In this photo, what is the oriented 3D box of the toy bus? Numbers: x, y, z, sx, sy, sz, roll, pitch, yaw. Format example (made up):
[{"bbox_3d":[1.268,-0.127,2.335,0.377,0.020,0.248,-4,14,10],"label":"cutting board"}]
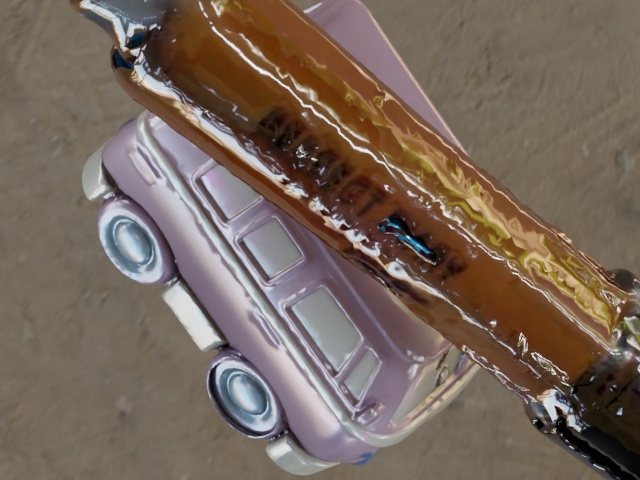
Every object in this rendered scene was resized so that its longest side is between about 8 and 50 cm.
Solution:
[{"bbox_3d":[0.000,0.000,0.883,0.142,0.142,0.202,-31,96,47],"label":"toy bus"}]

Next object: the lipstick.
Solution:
[{"bbox_3d":[0.073,0.018,0.743,0.418,0.077,0.077,38,114,-21],"label":"lipstick"}]
